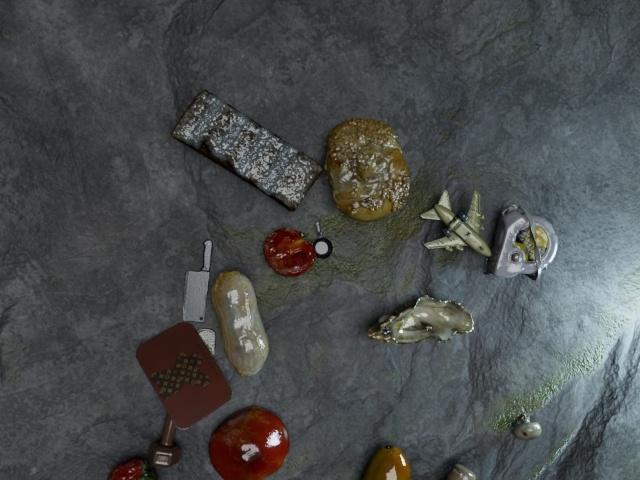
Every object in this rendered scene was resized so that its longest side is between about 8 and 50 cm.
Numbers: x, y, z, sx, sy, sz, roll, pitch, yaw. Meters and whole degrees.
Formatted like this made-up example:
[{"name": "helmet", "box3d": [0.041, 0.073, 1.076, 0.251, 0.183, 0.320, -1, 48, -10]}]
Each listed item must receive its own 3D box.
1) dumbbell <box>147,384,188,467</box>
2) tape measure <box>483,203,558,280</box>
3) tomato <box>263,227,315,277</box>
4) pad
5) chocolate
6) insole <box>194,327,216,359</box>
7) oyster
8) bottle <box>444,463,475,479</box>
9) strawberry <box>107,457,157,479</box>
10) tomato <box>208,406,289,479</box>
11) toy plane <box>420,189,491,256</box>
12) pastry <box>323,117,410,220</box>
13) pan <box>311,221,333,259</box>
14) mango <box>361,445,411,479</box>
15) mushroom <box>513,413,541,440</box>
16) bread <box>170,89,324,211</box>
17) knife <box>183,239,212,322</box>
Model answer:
[{"name": "dumbbell", "box3d": [-0.423, 0.517, 1.502, 0.092, 0.082, 0.231, 12, 88, -11]}, {"name": "tape measure", "box3d": [0.636, 0.013, 1.658, 0.197, 0.120, 0.236, 13, 93, -3]}, {"name": "tomato", "box3d": [-0.090, 0.045, 1.555, 0.139, 0.091, 0.159, -39, 69, -17]}, {"name": "pad", "box3d": [-0.382, 0.374, 1.488, 0.181, 0.004, 0.267, -30, 77, -27]}, {"name": "chocolate", "box3d": [-0.225, 0.235, 1.511, 0.134, 0.134, 0.309, -12, 92, -9]}, {"name": "insole", "box3d": [-0.339, 0.383, 1.555, 0.086, 0.005, 0.253, -2, 90, -10]}, {"name": "oyster", "box3d": [0.295, 0.249, 1.611, 0.341, 0.110, 0.166, -19, 99, -12]}, {"name": "bottle", "box3d": [0.412, 0.801, 1.639, 0.110, 0.097, 0.209, 30, 84, -41]}, {"name": "strawberry", "box3d": [-0.528, 0.676, 1.466, 0.148, 0.131, 0.131, -22, 94, -16]}, {"name": "tomato", "box3d": [-0.206, 0.594, 1.511, 0.233, 0.139, 0.200, -30, 89, -8]}, {"name": "toy plane", "box3d": [0.433, -0.034, 1.629, 0.244, 0.092, 0.229, 43, 103, 4]}, {"name": "pastry", "box3d": [0.138, -0.211, 1.548, 0.255, 0.162, 0.311, -21, 96, -18]}, {"name": "pan", "box3d": [0.000, 0.000, 1.600, 0.068, 0.023, 0.115, -10, 95, -9]}, {"name": "mango", "box3d": [0.189, 0.742, 1.590, 0.138, 0.113, 0.253, 23, 88, -8]}, {"name": "mushroom", "box3d": [0.658, 0.594, 1.696, 0.085, 0.085, 0.079, 0, 56, -10]}, {"name": "bread", "box3d": [-0.205, -0.253, 1.522, 0.416, 0.113, 0.165, 31, 87, -9]}, {"name": "knife", "box3d": [-0.359, 0.117, 1.544, 0.072, 0.019, 0.245, 7, 91, -8]}]
